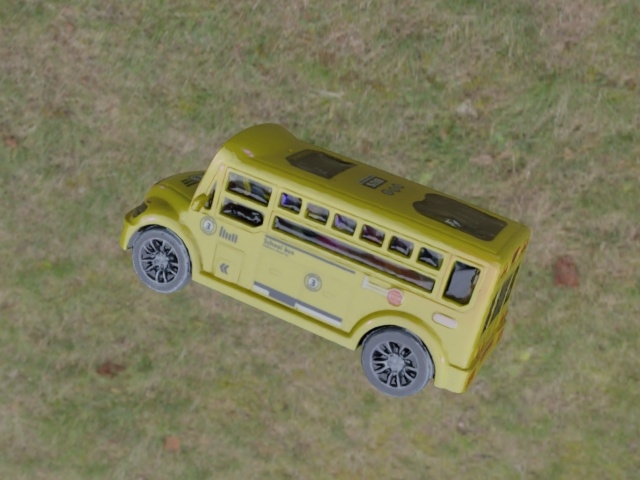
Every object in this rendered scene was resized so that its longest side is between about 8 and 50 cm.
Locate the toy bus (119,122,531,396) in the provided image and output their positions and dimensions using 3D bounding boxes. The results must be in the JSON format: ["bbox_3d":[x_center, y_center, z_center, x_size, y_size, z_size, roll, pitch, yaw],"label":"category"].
[{"bbox_3d":[0.000,0.000,0.795,0.331,0.145,0.151,23,114,17],"label":"toy bus"}]
